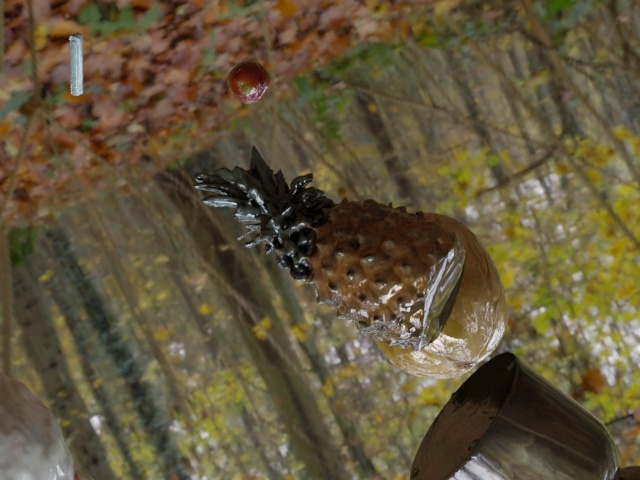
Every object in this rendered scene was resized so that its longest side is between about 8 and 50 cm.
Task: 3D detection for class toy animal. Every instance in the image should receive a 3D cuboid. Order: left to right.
[{"bbox_3d":[-0.374,0.271,1.187,0.308,0.266,0.188,19,-162,36],"label":"toy animal"}]

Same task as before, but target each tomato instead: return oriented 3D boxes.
[{"bbox_3d":[-0.143,-0.315,1.981,0.087,0.087,0.075,-24,-162,9],"label":"tomato"}]

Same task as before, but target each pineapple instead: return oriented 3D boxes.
[{"bbox_3d":[0.000,0.000,1.185,0.340,0.169,0.169,24,-148,21],"label":"pineapple"}]

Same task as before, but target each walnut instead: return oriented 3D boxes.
[{"bbox_3d":[0.148,0.073,1.326,0.193,0.225,0.193,-16,157,-7],"label":"walnut"}]

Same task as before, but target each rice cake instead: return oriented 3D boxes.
[{"bbox_3d":[-0.443,-0.319,1.809,0.022,0.121,0.022,19,-144,14],"label":"rice cake"}]

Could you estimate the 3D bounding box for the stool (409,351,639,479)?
[{"bbox_3d":[0.248,0.264,1.042,0.179,0.264,0.179,-52,-176,5],"label":"stool"}]
